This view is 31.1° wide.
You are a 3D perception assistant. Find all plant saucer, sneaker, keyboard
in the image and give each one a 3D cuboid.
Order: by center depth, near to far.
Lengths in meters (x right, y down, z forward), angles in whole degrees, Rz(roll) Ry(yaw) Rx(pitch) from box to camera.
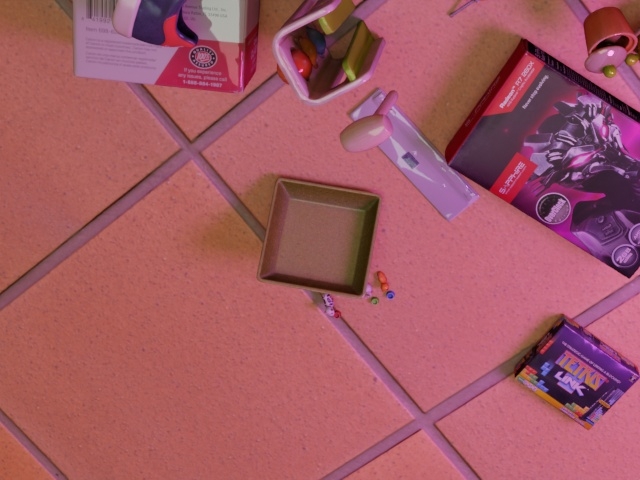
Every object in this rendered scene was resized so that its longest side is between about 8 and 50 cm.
[{"bbox_3d":[-0.181,-0.438,1.657,0.148,0.131,0.350,19,119,-8],"label":"sneaker"},{"bbox_3d":[0.160,-0.143,1.955,0.072,0.014,0.256,-39,101,26],"label":"keyboard"},{"bbox_3d":[0.000,0.000,1.980,0.188,0.045,0.188,10,77,5],"label":"plant saucer"}]

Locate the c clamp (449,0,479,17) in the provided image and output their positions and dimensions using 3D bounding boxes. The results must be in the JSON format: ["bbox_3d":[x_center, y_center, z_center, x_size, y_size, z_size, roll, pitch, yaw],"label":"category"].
[{"bbox_3d":[0.223,-0.448,1.803,0.137,0.022,0.160,-24,104,30],"label":"c clamp"}]

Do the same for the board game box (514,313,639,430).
[{"bbox_3d":[0.454,0.235,2.042,0.170,0.048,0.141,34,114,-6],"label":"board game box"}]

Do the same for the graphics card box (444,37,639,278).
[{"bbox_3d":[0.419,-0.130,1.875,0.371,0.094,0.233,32,113,-6],"label":"graphics card box"}]

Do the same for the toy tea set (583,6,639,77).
[{"bbox_3d":[0.563,-0.306,1.718,0.336,0.200,0.124,-20,64,16],"label":"toy tea set"}]

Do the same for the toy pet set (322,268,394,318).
[{"bbox_3d":[0.052,0.086,2.033,0.122,0.065,0.114,-23,107,16],"label":"toy pet set"}]

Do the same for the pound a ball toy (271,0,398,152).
[{"bbox_3d":[0.021,-0.261,1.759,0.136,0.319,0.208,-25,107,17],"label":"pound a ball toy"}]

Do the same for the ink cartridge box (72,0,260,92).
[{"bbox_3d":[-0.234,-0.447,1.808,0.279,0.160,0.384,7,113,5],"label":"ink cartridge box"}]
